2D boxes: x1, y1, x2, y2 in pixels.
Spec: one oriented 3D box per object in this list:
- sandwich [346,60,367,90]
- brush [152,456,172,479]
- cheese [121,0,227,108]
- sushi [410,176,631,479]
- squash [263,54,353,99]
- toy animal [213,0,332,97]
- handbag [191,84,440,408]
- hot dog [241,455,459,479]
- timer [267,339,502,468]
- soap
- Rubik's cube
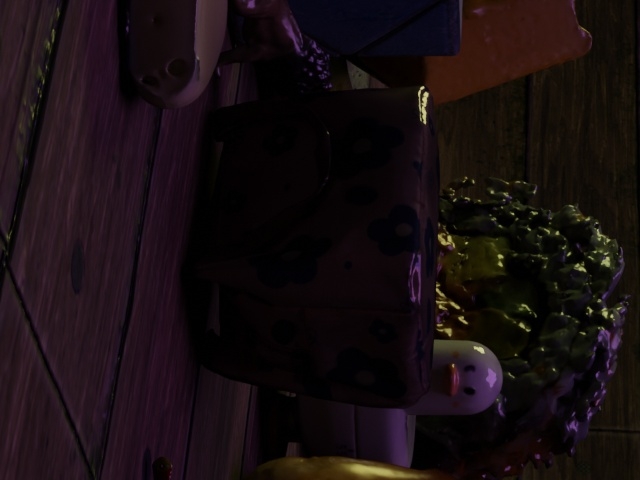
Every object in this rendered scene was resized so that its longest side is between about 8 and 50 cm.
[{"bbox_3d":[0.012,-0.118,2.017,0.226,0.087,0.251,-73,163,-70],"label":"sandwich"},{"bbox_3d":[-0.114,0.193,1.264,0.021,0.018,0.083,22,70,-73],"label":"brush"},{"bbox_3d":[-0.091,-0.166,1.279,0.251,0.054,0.127,-59,153,-77],"label":"cheese"},{"bbox_3d":[0.180,0.105,2.197,0.176,0.417,0.417,67,24,-59],"label":"sushi"},{"bbox_3d":[-0.017,-0.170,1.773,0.188,0.095,0.095,75,17,-50],"label":"squash"},{"bbox_3d":[-0.062,-0.185,1.473,0.220,0.086,0.069,52,33,-50],"label":"toy animal"},{"bbox_3d":[0.000,0.000,1.478,0.190,0.193,0.251,81,11,-45],"label":"handbag"},{"bbox_3d":[0.044,0.326,1.783,0.405,0.223,0.185,70,19,-73],"label":"hot dog"},{"bbox_3d":[0.069,0.136,1.867,0.233,0.240,0.233,0,90,-83],"label":"timer"},{"bbox_3d":[0.105,-0.239,1.805,0.324,0.204,0.096,-137,-148,-61],"label":"soap"},{"bbox_3d":[0.022,-0.296,1.570,0.205,0.205,0.207,80,14,-60],"label":"Rubik's cube"}]
